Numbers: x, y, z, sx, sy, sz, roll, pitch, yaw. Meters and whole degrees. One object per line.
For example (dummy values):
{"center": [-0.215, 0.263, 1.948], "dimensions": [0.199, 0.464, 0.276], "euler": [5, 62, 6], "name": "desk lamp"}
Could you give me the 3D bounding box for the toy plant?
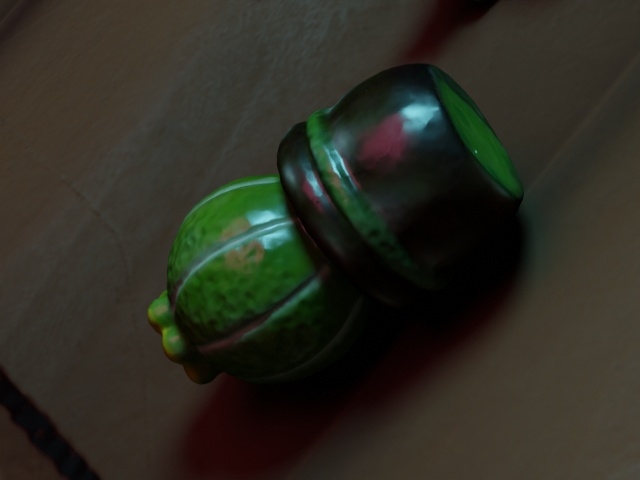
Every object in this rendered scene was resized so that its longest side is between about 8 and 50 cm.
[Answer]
{"center": [0.000, 0.000, 0.779], "dimensions": [0.162, 0.093, 0.092], "euler": [-34, 38, 17], "name": "toy plant"}
